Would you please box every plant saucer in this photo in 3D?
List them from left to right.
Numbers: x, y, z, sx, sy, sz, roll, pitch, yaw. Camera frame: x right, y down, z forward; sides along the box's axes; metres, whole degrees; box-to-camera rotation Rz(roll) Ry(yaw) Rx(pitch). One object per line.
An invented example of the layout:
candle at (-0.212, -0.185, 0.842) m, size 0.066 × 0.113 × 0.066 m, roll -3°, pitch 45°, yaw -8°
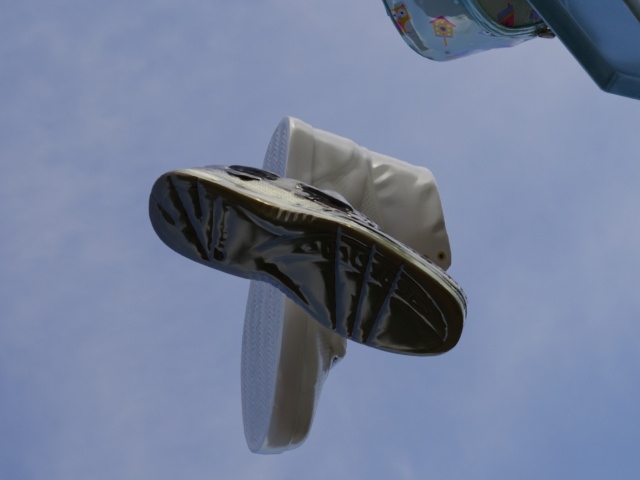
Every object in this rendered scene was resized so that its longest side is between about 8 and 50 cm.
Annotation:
plant saucer at (0.140, -0.114, 0.789) m, size 0.192 × 0.067 × 0.018 m, roll 33°, pitch -102°, yaw -54°

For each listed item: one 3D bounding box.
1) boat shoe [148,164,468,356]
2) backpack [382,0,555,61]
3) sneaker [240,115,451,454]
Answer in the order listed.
boat shoe at (-0.001, 0.001, 1.009) m, size 0.073 × 0.224 × 0.080 m, roll -45°, pitch -28°, yaw -53°
backpack at (0.123, -0.218, 1.117) m, size 0.188 × 0.144 × 0.166 m, roll -26°, pitch -78°, yaw -41°
sneaker at (0.030, 0.046, 1.274) m, size 0.169 × 0.108 × 0.292 m, roll 16°, pitch -118°, yaw -18°
